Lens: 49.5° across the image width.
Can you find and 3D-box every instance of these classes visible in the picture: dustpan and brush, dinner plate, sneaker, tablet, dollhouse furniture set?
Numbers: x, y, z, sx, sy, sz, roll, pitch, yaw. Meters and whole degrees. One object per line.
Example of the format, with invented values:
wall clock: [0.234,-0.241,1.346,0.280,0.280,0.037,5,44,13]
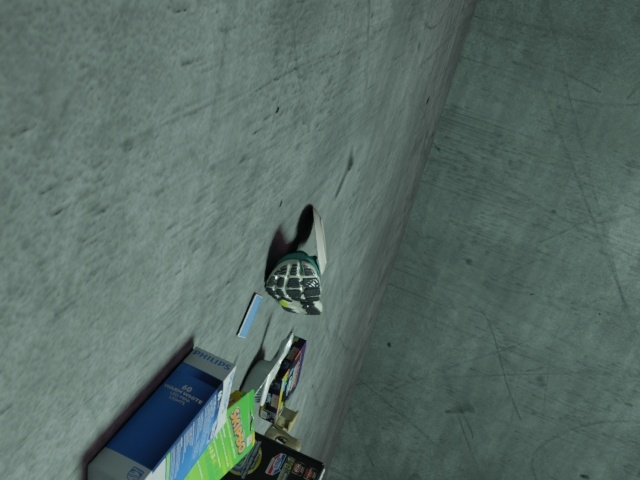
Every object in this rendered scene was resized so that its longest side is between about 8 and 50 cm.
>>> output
dustpan and brush: [-0.112,0.279,1.458,0.147,0.060,0.211,-31,140,-70]
dinner plate: [0.000,0.000,1.429,0.141,0.017,0.141,-8,90,-87]
sneaker: [-0.047,0.070,1.379,0.275,0.106,0.110,87,7,-72]
tablet: [-0.130,0.140,1.282,0.054,0.006,0.083,53,59,-76]
dollhouse furniture set: [-0.102,0.585,1.905,0.161,0.101,0.182,-46,154,-60]

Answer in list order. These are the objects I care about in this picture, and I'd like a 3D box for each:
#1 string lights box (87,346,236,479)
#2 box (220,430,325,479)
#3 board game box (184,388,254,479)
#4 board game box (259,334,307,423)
string lights box: [-0.218,0.285,0.984,0.260,0.076,0.133,-50,158,-55]
box: [-0.140,0.540,1.410,0.060,0.216,0.270,88,27,-64]
board game box: [-0.190,0.358,1.188,0.259,0.039,0.124,-26,121,-58]
board game box: [-0.090,0.333,1.670,0.141,0.048,0.170,-53,160,-48]
